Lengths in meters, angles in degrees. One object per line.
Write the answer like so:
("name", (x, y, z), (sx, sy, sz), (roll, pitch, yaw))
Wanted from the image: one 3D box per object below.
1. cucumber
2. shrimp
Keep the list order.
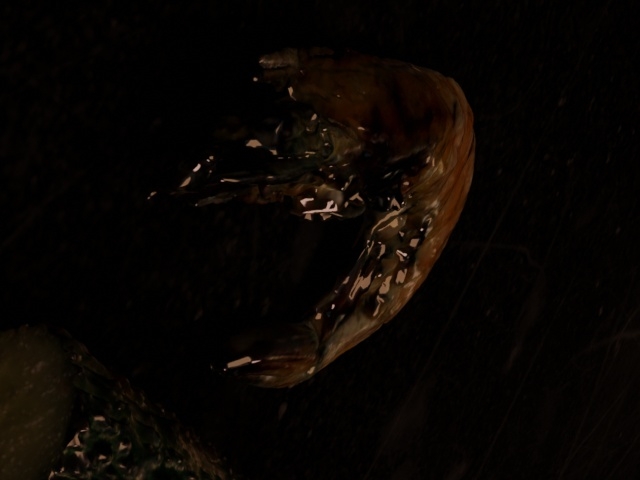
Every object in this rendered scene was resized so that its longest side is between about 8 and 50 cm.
("cucumber", (-0.084, 0.152, 0.726), (0.096, 0.096, 0.359), (-58, 150, -13))
("shrimp", (0.000, 0.000, 0.785), (0.365, 0.071, 0.233), (-8, 123, -63))
